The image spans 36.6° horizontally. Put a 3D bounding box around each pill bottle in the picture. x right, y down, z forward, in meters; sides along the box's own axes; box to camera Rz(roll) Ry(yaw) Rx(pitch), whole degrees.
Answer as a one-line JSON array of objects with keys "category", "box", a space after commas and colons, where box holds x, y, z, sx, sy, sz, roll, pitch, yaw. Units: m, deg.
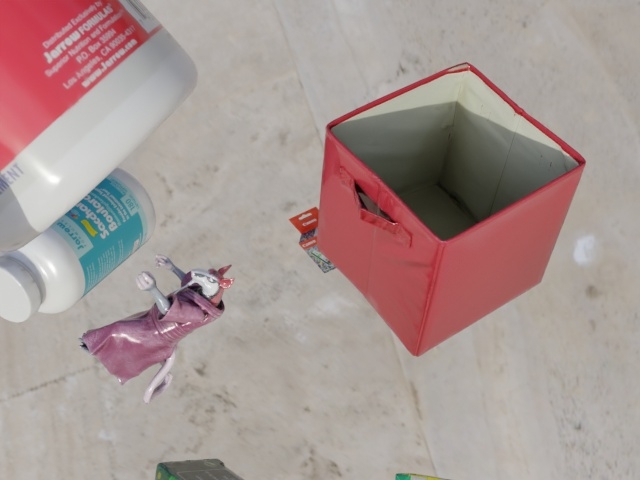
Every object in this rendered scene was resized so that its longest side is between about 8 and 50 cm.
[{"category": "pill bottle", "box": [-0.365, 0.007, 1.391, 0.146, 0.146, 0.264, 15, 37, 21]}, {"category": "pill bottle", "box": [-0.310, -0.206, 0.757, 0.229, 0.229, 0.407, -44, 104, -6]}]

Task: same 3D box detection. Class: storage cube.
[{"category": "storage cube", "box": [0.122, -0.032, 1.000, 0.215, 0.193, 0.183, -28, 58, -24]}]

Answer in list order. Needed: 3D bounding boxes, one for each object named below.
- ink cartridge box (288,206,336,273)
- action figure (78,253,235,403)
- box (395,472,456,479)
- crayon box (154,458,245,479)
[{"category": "ink cartridge box", "box": [0.000, 0.000, 1.650, 0.063, 0.115, 0.029, -25, 31, 29]}, {"category": "action figure", "box": [-0.316, 0.177, 2.038, 0.370, 0.248, 0.275, -29, 97, 21]}, {"category": "box", "box": [0.202, 0.470, 1.705, 0.043, 0.179, 0.105, -12, 66, 47]}, {"category": "crayon box", "box": [-0.117, 0.417, 1.011, 0.203, 0.083, 0.322, 15, 98, 54]}]
